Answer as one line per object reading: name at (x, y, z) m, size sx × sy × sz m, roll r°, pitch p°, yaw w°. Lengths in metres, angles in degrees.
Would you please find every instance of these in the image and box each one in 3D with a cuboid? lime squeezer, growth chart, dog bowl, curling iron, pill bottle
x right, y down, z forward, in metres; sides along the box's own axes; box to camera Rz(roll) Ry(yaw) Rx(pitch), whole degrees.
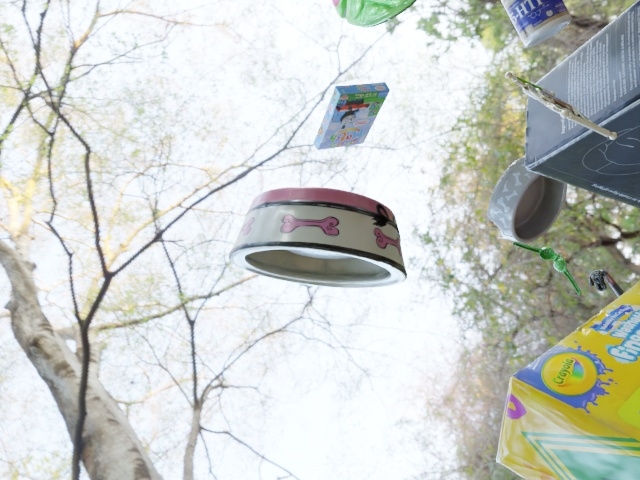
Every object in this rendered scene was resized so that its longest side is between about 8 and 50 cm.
lime squeezer at (0.905, 0.082, 2.137) m, size 0.110 × 0.310 × 0.058 m, roll -16°, pitch -37°, yaw -52°
growth chart at (0.526, -0.295, 1.203) m, size 0.172 × 0.237 × 0.021 m, roll 11°, pitch -58°, yaw -27°
dog bowl at (0.000, 0.000, 1.275) m, size 0.408 × 0.408 × 0.150 m, roll 23°, pitch -112°, yaw -46°
curling iron at (0.950, 0.196, 1.723) m, size 0.274 × 0.068 × 0.035 m, roll 46°, pitch -126°, yaw 4°
pill bottle at (0.483, -0.557, 1.264) m, size 0.112 × 0.112 × 0.186 m, roll -24°, pitch -94°, yaw -42°
dog bowl at (0.786, -0.145, 2.063) m, size 0.349 × 0.102 × 0.348 m, roll -18°, pitch -57°, yaw -29°

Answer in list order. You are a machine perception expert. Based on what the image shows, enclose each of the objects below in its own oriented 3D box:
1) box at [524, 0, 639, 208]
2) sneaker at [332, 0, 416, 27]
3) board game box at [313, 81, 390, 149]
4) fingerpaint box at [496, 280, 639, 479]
box at (0.878, -0.326, 1.414) m, size 0.481 × 0.472 × 0.297 m, roll 15°, pitch -113°, yaw -15°
sneaker at (0.213, -0.526, 0.868) m, size 0.185 × 0.483 × 0.202 m, roll 54°, pitch -156°, yaw 16°
board game box at (0.083, -0.344, 1.528) m, size 0.160 × 0.211 × 0.039 m, roll -13°, pitch -117°, yaw -27°
fingerpaint box at (0.533, 0.247, 0.761) m, size 0.445 × 0.371 × 0.163 m, roll -19°, pitch -61°, yaw -38°
